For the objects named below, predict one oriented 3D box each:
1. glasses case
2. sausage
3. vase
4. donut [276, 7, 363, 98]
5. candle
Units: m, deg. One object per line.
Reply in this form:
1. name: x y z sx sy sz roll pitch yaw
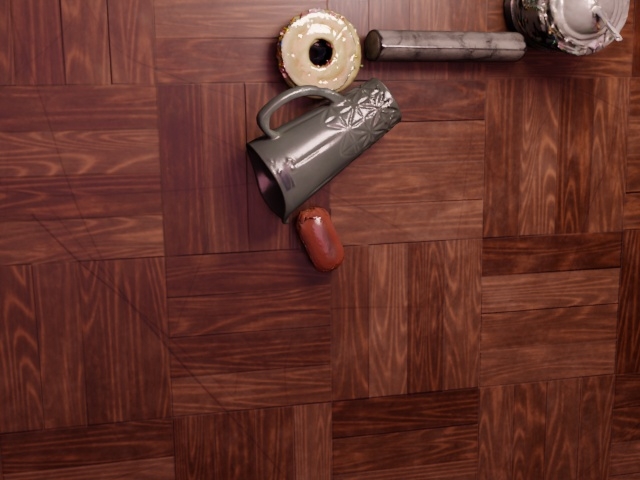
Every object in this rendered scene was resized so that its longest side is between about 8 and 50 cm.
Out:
1. glasses case: 0.242 -0.378 1.705 0.299 0.114 0.060 -2 100 -12
2. sausage: 0.000 0.000 1.742 0.076 0.076 0.141 -24 105 -8
3. vase: 0.002 -0.196 1.658 0.301 0.156 0.251 -34 130 -7
4. donut: -0.005 -0.357 1.675 0.174 0.068 0.175 -3 100 -15
5. candle: 0.477 -0.438 1.644 0.187 0.330 0.187 -2 107 -8
